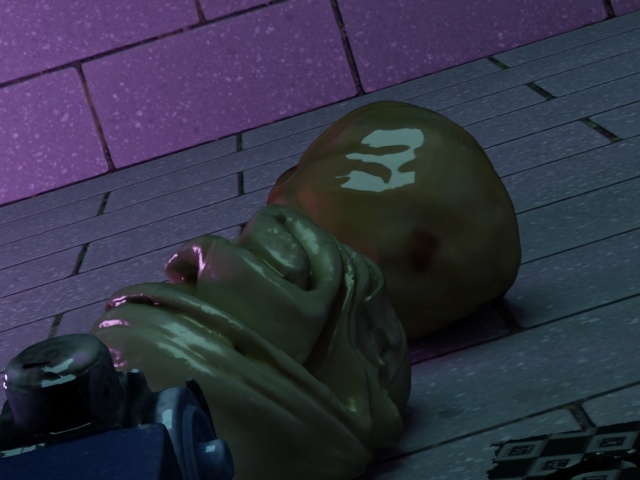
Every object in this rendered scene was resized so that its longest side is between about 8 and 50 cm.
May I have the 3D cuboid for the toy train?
[{"bbox_3d":[-0.076,0.199,0.680,0.131,0.299,0.202,-14,20,4],"label":"toy train"}]

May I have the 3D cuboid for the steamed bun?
[{"bbox_3d":[-0.071,0.093,1.346,0.289,0.203,0.276,-27,16,-36],"label":"steamed bun"}]

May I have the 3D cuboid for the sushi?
[{"bbox_3d":[0.202,0.155,1.104,0.201,0.031,0.139,-10,13,16],"label":"sushi"}]

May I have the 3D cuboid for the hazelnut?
[{"bbox_3d":[0.076,-0.005,1.609,0.261,0.241,0.261,-40,20,18],"label":"hazelnut"}]
